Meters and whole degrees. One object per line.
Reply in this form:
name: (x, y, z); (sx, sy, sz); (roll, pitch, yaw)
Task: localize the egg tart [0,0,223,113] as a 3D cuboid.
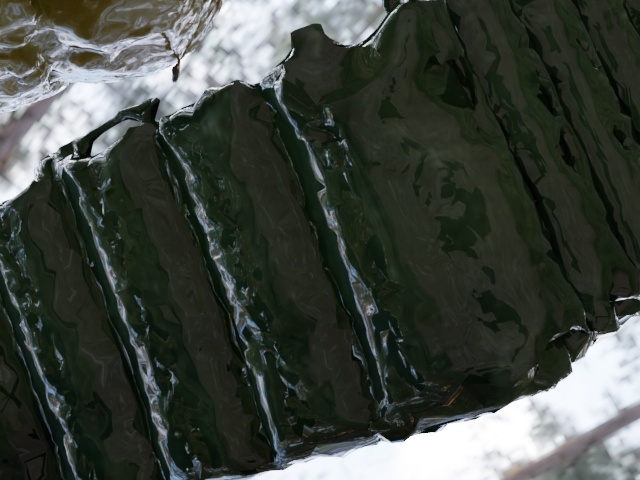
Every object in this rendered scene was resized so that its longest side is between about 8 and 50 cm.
egg tart: (-0.080, -0.170, 0.793); (0.128, 0.319, 0.319); (26, -122, 0)

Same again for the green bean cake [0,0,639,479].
green bean cake: (0.000, 0.000, 0.555); (0.193, 0.208, 0.107); (-27, -86, -58)
